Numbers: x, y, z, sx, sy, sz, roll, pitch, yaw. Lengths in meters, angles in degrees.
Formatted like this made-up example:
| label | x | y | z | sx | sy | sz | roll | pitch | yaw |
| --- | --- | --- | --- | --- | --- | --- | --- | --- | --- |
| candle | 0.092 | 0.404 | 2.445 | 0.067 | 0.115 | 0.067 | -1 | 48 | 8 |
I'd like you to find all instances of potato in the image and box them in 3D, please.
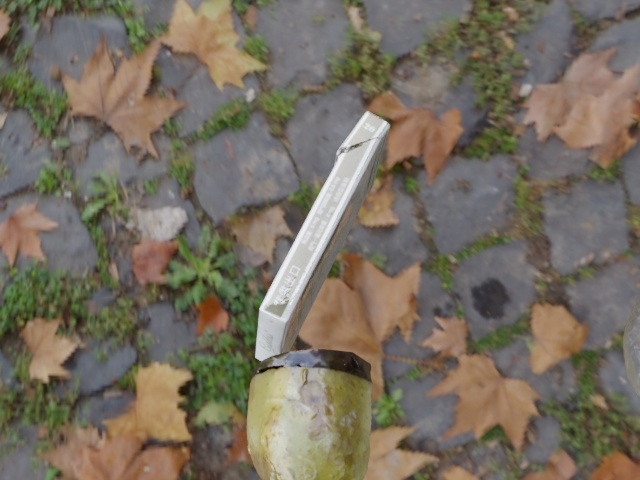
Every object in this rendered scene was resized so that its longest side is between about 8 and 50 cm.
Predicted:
| label | x | y | z | sx | sy | sz | roll | pitch | yaw |
| --- | --- | --- | --- | --- | --- | --- | --- | --- | --- |
| potato | -0.012 | 0.136 | 0.847 | 0.096 | 0.103 | 0.066 | -20 | 153 | 26 |

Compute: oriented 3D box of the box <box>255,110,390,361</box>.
| label | x | y | z | sx | sy | sz | roll | pitch | yaw |
| --- | --- | --- | --- | --- | --- | --- | --- | --- | --- |
| box | 0.000 | 0.000 | 1.008 | 0.029 | 0.109 | 0.198 | 24 | 65 | 6 |

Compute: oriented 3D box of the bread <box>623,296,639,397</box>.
| label | x | y | z | sx | sy | sz | roll | pitch | yaw |
| --- | --- | --- | --- | --- | --- | --- | --- | --- | --- |
| bread | 0.330 | 0.128 | 0.733 | 0.102 | 0.337 | 0.183 | 38 | 77 | -54 |
